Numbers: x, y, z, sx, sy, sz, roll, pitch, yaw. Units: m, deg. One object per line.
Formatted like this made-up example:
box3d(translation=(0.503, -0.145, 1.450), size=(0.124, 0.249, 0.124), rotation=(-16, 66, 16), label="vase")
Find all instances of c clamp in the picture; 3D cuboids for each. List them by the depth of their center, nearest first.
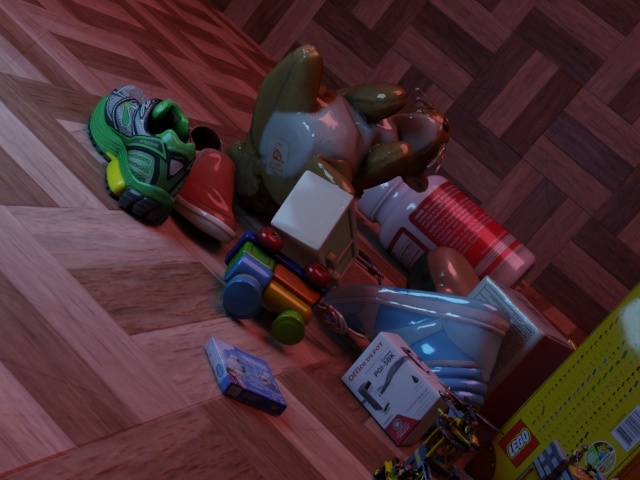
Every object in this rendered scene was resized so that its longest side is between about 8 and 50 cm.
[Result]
box3d(translation=(0.077, 0.028, 2.063), size=(0.160, 0.022, 0.137), rotation=(39, 13, -4), label="c clamp")

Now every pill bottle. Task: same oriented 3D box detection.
box3d(translation=(0.291, -0.006, 2.302), size=(0.407, 0.229, 0.229), rotation=(43, 14, 13), label="pill bottle")

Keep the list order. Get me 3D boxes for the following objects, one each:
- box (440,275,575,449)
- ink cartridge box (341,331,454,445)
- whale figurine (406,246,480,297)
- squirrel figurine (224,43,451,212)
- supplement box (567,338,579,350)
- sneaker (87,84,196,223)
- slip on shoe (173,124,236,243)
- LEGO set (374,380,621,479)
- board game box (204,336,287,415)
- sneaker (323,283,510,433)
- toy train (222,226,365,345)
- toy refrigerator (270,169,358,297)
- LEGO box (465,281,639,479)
box3d(translation=(0.264, 0.198, 1.548), size=(0.126, 0.232, 0.149), rotation=(25, 20, -49), label="box")
box3d(translation=(0.110, 0.212, 1.381), size=(0.135, 0.099, 0.056), rotation=(46, 16, 30), label="ink cartridge box")
box3d(translation=(0.271, 0.151, 2.023), size=(0.216, 0.141, 0.272), rotation=(14, 53, -61), label="whale figurine")
box3d(translation=(0.040, -0.166, 1.807), size=(0.370, 0.397, 0.281), rotation=(-12, 79, -42), label="squirrel figurine")
box3d(translation=(0.421, 0.300, 1.660), size=(0.194, 0.191, 0.129), rotation=(32, 31, -40), label="supplement box")
box3d(translation=(-0.261, -0.163, 1.503), size=(0.134, 0.146, 0.343), rotation=(30, 16, -35), label="sneaker")
box3d(translation=(-0.191, -0.101, 1.590), size=(0.123, 0.101, 0.331), rotation=(35, 15, -27), label="slip on shoe")
box3d(translation=(0.252, 0.327, 1.183), size=(0.331, 0.192, 0.255), rotation=(38, 13, -5), label="LEGO set")
box3d(translation=(-0.091, 0.164, 1.165), size=(0.090, 0.020, 0.090), rotation=(30, 15, -35), label="board game box")
box3d(translation=(0.122, 0.183, 1.489), size=(0.318, 0.208, 0.127), rotation=(4, -15, 36), label="sneaker")
box3d(translation=(-0.031, 0.102, 1.378), size=(0.248, 0.105, 0.143), rotation=(37, 24, -11), label="toy train")
box3d(translation=(0.000, 0.000, 1.522), size=(0.094, 0.102, 0.269), rotation=(31, -15, 12), label="toy refrigerator")
box3d(translation=(0.528, 0.272, 1.445), size=(0.372, 0.500, 0.193), rotation=(28, 18, -41), label="LEGO box")
